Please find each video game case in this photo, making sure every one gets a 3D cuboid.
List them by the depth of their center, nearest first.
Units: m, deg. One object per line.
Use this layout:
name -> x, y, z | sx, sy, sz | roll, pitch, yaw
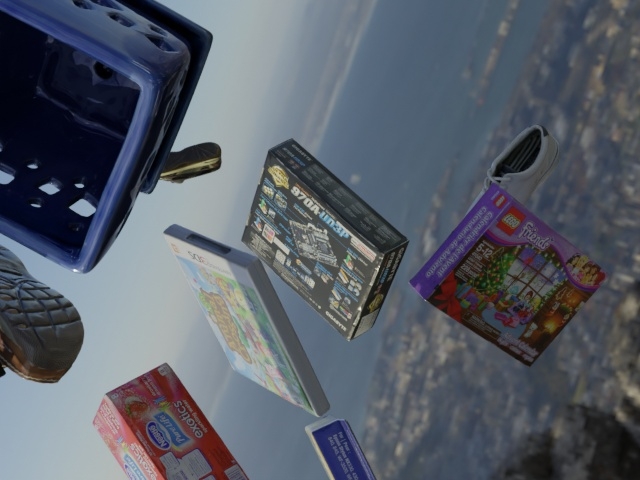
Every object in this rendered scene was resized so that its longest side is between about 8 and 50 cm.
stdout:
video game case -> -0.086, 0.089, 1.475 | 0.023, 0.212, 0.193 | -37, 29, -22

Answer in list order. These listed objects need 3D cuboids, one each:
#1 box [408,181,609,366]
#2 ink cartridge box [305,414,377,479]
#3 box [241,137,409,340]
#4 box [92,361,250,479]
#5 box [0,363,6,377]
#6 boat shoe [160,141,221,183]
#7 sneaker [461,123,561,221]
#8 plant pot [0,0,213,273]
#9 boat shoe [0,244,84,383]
box -> 0.297, 0.059, 2.003 | 0.201, 0.293, 0.057 | -51, 41, 8
ink cartridge box -> 0.072, 0.435, 2.125 | 0.304, 0.072, 0.307 | 64, 177, 5
box -> 0.000, 0.000, 1.700 | 0.051, 0.220, 0.175 | -29, -29, -39
box -> -0.247, 0.349, 2.126 | 0.128, 0.257, 0.123 | -26, -20, -35
box -> -0.480, 0.179, 1.311 | 0.261, 0.103, 0.184 | -31, -2, 20
boat shoe -> -0.228, -0.112, 2.042 | 0.056, 0.152, 0.049 | -105, 5, -45
sneaker -> 0.295, -0.083, 2.124 | 0.258, 0.094, 0.091 | -56, -38, -8
plant pot -> -0.248, -0.144, 1.267 | 0.236, 0.236, 0.212 | -64, -5, 29
boat shoe -> -0.365, 0.096, 1.472 | 0.324, 0.123, 0.116 | 34, 104, 54
